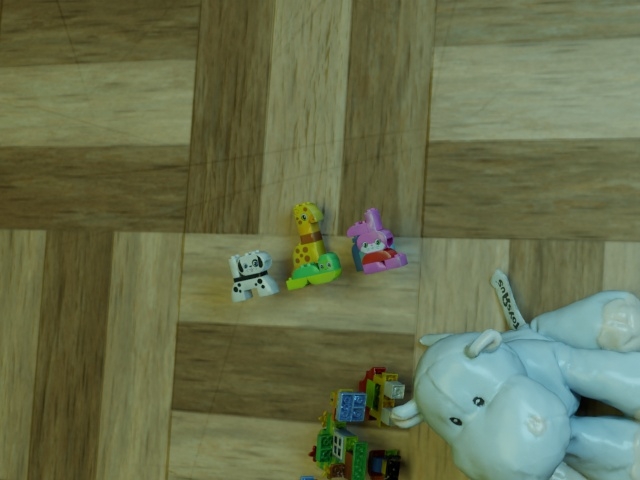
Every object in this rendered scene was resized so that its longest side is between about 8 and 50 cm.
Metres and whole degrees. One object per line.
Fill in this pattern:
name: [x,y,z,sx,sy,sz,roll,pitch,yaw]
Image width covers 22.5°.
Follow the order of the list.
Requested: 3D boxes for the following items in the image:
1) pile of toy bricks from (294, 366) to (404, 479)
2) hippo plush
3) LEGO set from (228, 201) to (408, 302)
pile of toy bricks: [0.021,0.246,1.827,0.105,0.118,0.212,22,107,63]
hippo plush: [0.213,0.138,1.635,0.234,0.237,0.294,-44,65,20]
LEGO set: [0.000,0.000,1.861,0.227,0.087,0.093,-13,93,29]
